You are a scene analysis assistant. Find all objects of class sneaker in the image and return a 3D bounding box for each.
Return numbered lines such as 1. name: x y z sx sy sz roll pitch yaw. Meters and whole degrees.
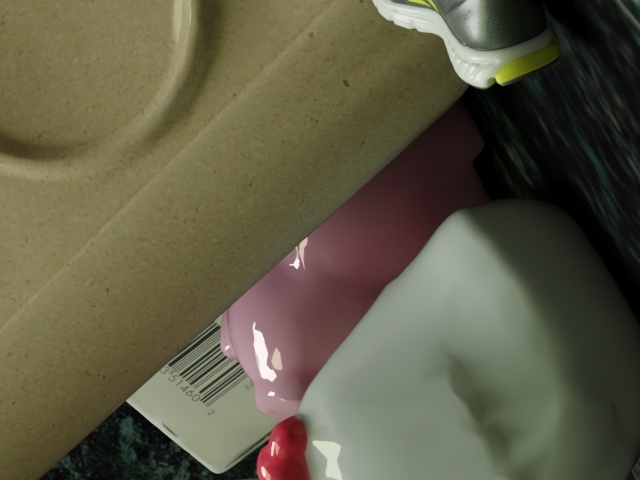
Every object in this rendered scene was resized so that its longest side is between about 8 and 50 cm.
1. sneaker: 0.033 -0.067 0.440 0.083 0.031 0.035 -131 24 -55

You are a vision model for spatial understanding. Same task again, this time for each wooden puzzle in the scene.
1. wooden puzzle: -0.169 -0.086 0.578 0.348 0.322 0.080 45 -155 -7

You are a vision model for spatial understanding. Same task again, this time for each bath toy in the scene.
1. bath toy: 0.000 0.000 0.671 0.151 0.129 0.348 62 176 -34

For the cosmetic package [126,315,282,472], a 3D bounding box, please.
1. cosmetic package: -0.083 -0.013 1.170 0.160 0.113 0.309 44 -161 -26
